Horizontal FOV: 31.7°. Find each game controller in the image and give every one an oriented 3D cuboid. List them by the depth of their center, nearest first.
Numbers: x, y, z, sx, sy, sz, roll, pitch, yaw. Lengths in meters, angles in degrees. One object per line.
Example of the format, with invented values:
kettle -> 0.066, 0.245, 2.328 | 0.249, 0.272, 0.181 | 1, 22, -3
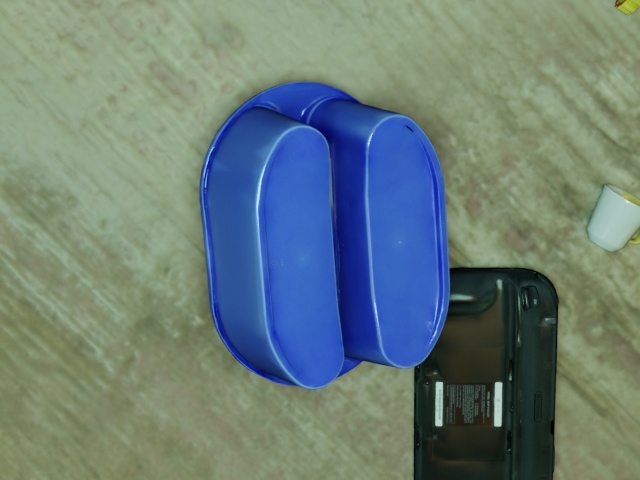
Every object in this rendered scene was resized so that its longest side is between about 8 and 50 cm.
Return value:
game controller -> 0.194, 0.189, 1.334 | 0.167, 0.067, 0.319 | 2, 100, 11

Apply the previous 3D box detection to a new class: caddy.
caddy -> 0.000, 0.000, 1.224 | 0.241, 0.179, 0.341 | -9, 102, -26

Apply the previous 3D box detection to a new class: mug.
mug -> 0.346, -0.019, 1.298 | 0.078, 0.062, 0.064 | 27, 106, -1

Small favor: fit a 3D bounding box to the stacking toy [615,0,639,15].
stacking toy -> 0.338, -0.386, 1.236 | 0.167, 0.052, 0.221 | 33, 95, -10
